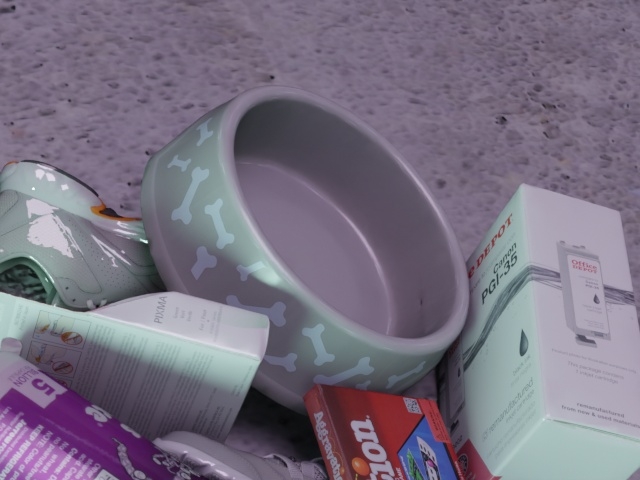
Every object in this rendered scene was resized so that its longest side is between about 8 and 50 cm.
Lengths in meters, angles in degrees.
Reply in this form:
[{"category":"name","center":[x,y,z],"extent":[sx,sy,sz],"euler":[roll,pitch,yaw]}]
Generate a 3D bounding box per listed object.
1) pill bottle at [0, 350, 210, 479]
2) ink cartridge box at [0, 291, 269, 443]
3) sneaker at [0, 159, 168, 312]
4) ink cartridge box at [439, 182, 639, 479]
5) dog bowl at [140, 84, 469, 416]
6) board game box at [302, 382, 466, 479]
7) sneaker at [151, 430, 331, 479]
[{"category":"pill bottle","center":[-0.171,0.230,1.109],"extent":[0.301,0.169,0.169],"euler":[33,45,4]},{"category":"ink cartridge box","center":[-0.175,0.108,1.209],"extent":[0.224,0.181,0.056],"euler":[17,45,-9]},{"category":"sneaker","center":[-0.198,0.033,1.345],"extent":[0.262,0.099,0.121],"euler":[26,71,-13]},{"category":"ink cartridge box","center":[0.202,0.121,1.356],"extent":[0.117,0.207,0.283],"euler":[16,45,-15]},{"category":"dog bowl","center":[0.000,0.000,1.366],"extent":[0.348,0.102,0.349],"euler":[31,37,-27]},{"category":"board game box","center":[0.085,0.250,1.207],"extent":[0.145,0.027,0.281],"euler":[12,44,-38]},{"category":"sneaker","center":[-0.025,0.231,1.240],"extent":[0.281,0.105,0.115],"euler":[29,37,-15]}]
